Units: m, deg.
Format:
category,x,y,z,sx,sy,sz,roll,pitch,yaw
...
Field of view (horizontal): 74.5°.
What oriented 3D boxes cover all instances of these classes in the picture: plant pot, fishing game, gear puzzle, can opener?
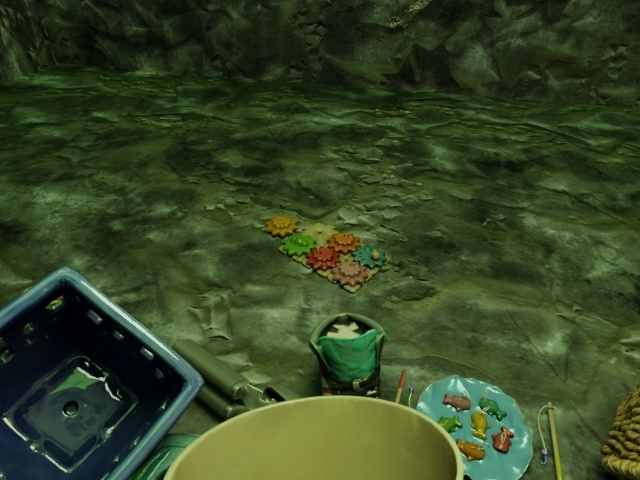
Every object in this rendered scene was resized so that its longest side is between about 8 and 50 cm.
category,x,y,z,sx,sy,sz,roll,pitch,yaw
plant pot,0.006,0.325,0.379,0.257,0.273,0.256,-6,1,0
fishing game,0.246,0.295,0.680,0.264,0.041,0.189,12,39,18
plant pot,-0.324,0.210,0.541,0.236,0.212,0.236,41,59,-1
gear puzzle,0.000,0.000,1.058,0.339,0.044,0.175,28,44,30
can opener,-0.136,0.256,0.714,0.284,0.075,0.095,24,10,28

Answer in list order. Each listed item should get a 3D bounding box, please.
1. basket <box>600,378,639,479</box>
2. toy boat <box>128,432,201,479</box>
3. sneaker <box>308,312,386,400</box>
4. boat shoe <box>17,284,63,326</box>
category,x,y,z,sx,sy,sz,roll,pitch,yaw
basket,0.519,0.327,0.506,0.299,0.213,0.223,27,47,28
toy boat,-0.162,0.374,0.472,0.268,0.148,0.318,12,38,13
sneaker,0.055,0.222,0.646,0.124,0.178,0.295,-9,37,-6
boat shoe,-0.469,0.162,0.765,0.324,0.119,0.123,32,46,33
